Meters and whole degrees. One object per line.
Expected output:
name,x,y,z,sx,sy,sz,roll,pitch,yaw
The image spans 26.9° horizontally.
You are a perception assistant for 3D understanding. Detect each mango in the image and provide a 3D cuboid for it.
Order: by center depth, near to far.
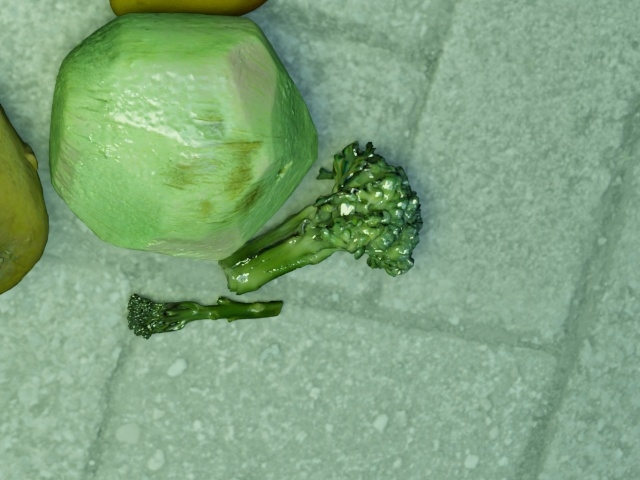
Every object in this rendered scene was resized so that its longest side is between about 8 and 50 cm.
mango,-0.139,-0.333,1.644,0.253,0.113,0.138,-27,111,-8

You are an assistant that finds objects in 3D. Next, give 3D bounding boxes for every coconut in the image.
coconut,-0.157,-0.129,1.604,0.328,0.281,0.328,-6,120,-11

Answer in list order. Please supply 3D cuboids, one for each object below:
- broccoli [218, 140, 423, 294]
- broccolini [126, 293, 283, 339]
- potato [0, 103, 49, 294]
broccoli,0.009,0.003,1.739,0.275,0.198,0.177,-31,112,-8
broccolini,-0.154,0.104,1.798,0.216,0.067,0.058,1,108,-28
potato,-0.468,-0.098,1.455,0.290,0.296,0.397,-44,136,-1
